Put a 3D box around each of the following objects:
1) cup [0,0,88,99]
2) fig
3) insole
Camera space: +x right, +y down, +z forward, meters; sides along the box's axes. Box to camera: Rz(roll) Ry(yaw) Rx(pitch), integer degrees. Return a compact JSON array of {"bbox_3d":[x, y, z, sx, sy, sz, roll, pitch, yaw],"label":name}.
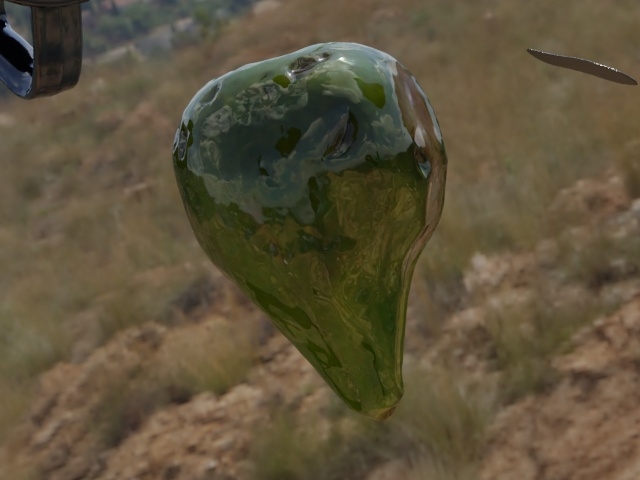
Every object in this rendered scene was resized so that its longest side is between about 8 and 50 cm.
[{"bbox_3d":[-0.130,-0.148,0.606,0.113,0.150,0.138,-46,38,-14],"label":"cup"},{"bbox_3d":[0.000,0.000,1.060,0.206,0.275,0.206,-10,-6,-1],"label":"fig"},{"bbox_3d":[0.236,-0.158,1.310,0.135,0.045,0.002,26,88,55],"label":"insole"}]
